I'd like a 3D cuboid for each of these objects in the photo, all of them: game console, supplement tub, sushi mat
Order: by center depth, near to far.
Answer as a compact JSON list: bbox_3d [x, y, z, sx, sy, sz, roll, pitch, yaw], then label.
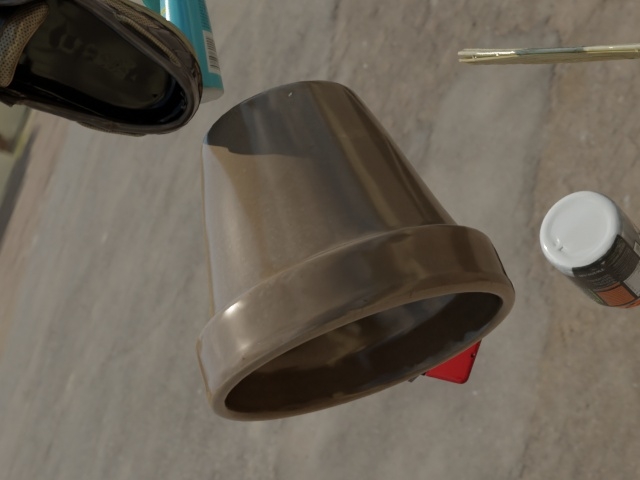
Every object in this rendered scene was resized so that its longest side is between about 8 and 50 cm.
[{"bbox_3d":[0.283,-0.172,0.991,0.316,0.151,0.019,10,105,55],"label":"sushi mat"},{"bbox_3d":[0.386,0.019,1.491,0.117,0.190,0.117,-16,60,29],"label":"supplement tub"},{"bbox_3d":[0.221,0.184,1.904,0.124,0.085,0.144,114,180,-68],"label":"game console"}]

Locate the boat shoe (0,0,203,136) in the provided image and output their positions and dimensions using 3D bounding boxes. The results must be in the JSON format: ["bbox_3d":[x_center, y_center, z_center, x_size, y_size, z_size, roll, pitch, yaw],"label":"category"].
[{"bbox_3d":[-0.248,-0.176,0.858,0.132,0.355,0.130,-70,24,10],"label":"boat shoe"}]

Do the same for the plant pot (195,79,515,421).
[{"bbox_3d":[0.000,0.000,0.924,0.263,0.263,0.229,-46,57,46],"label":"plant pot"}]

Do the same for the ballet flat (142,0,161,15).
[{"bbox_3d":[-0.194,-0.302,1.210,0.041,0.114,0.041,-26,21,11],"label":"ballet flat"}]

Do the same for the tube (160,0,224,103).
[{"bbox_3d":[-0.129,-0.232,1.021,0.080,0.052,0.207,137,126,-75],"label":"tube"}]
